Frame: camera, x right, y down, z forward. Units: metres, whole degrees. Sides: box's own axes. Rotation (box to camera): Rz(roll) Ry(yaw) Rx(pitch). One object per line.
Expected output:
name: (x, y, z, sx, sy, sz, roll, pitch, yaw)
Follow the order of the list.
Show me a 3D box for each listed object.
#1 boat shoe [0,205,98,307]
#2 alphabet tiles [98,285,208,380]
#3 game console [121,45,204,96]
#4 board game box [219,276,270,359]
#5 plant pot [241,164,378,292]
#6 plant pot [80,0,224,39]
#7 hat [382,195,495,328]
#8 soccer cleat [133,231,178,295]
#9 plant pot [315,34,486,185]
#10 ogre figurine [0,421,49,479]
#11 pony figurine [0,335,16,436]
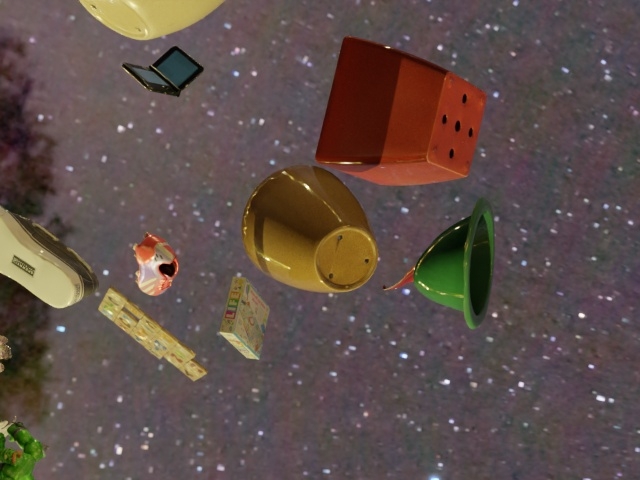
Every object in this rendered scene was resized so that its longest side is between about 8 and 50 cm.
boat shoe: (-0.548, 0.014, 1.650, 0.301, 0.102, 0.108, 32, -68, 15)
alphabet tiles: (-0.318, 0.184, 1.650, 0.009, 0.237, 0.198, -52, -174, -25)
game console: (-0.309, -0.338, 1.700, 0.122, 0.107, 0.071, 41, -65, 38)
board game box: (-0.133, 0.141, 1.561, 0.026, 0.154, 0.103, 5, -113, 17)
plant pot: (0.000, 0.000, 1.588, 0.237, 0.237, 0.254, -67, -157, 7)
plant pot: (-0.272, -0.426, 1.346, 0.284, 0.284, 0.191, 4, -117, 53)
hat: (0.138, 0.034, 1.217, 0.183, 0.173, 0.208, 5, -57, 23)
soccer cleat: (-0.353, 0.070, 1.919, 0.083, 0.095, 0.248, -50, 165, -26)
plant pot: (0.183, -0.247, 1.788, 0.235, 0.267, 0.267, 15, -88, 37)
ogre figurine: (-0.620, 0.443, 1.718, 0.118, 0.197, 0.097, 6, -73, 20)
pony figurine: (-0.796, 0.355, 1.726, 0.363, 0.351, 0.303, -116, -149, -58)
